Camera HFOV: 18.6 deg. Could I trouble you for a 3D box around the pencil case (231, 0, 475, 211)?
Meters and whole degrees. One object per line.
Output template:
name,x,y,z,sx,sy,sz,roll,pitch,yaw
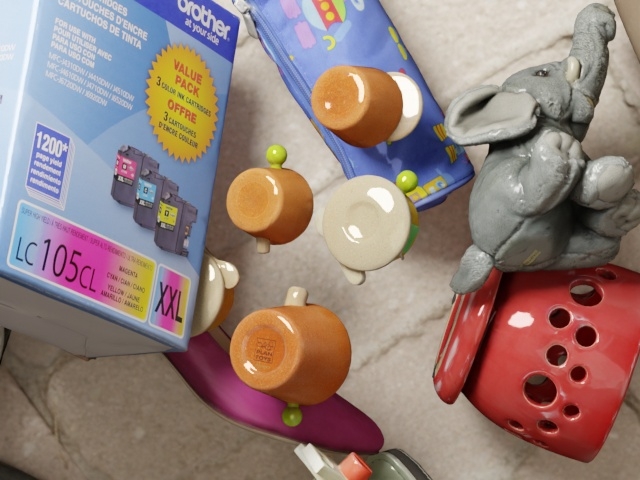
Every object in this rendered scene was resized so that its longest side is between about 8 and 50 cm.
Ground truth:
pencil case,0.025,-0.158,1.872,0.133,0.119,0.306,-33,96,-24

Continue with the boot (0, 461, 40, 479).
boot,-0.390,0.276,1.937,0.208,0.076,0.189,36,80,-10

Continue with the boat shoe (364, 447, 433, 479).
boat shoe,0.121,0.302,1.957,0.081,0.069,0.228,-29,91,44

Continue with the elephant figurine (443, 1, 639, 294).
elephant figurine,0.201,-0.091,1.825,0.186,0.239,0.169,-1,136,-16

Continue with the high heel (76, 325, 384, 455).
high heel,-0.089,0.075,1.903,0.377,0.127,0.181,23,90,-7

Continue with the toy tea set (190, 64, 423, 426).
toy tea set,0.000,0.000,1.802,0.200,0.124,0.336,45,104,24

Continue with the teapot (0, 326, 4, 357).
teapot,-0.426,0.111,1.786,0.252,0.187,0.256,9,138,14

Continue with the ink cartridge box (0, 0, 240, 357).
ink cartridge box,-0.219,-0.120,1.737,0.151,0.270,0.395,-6,70,34

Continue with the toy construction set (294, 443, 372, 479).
toy construction set,-0.058,0.316,1.903,0.328,0.151,0.215,-38,115,19

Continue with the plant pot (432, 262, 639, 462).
plant pot,0.208,0.098,1.872,0.174,0.191,0.191,19,96,0

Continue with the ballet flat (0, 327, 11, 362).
ballet flat,-0.329,0.074,1.920,0.058,0.084,0.250,14,102,-10

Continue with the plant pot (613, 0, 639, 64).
plant pot,0.386,-0.212,1.825,0.263,0.263,0.229,-33,79,3
